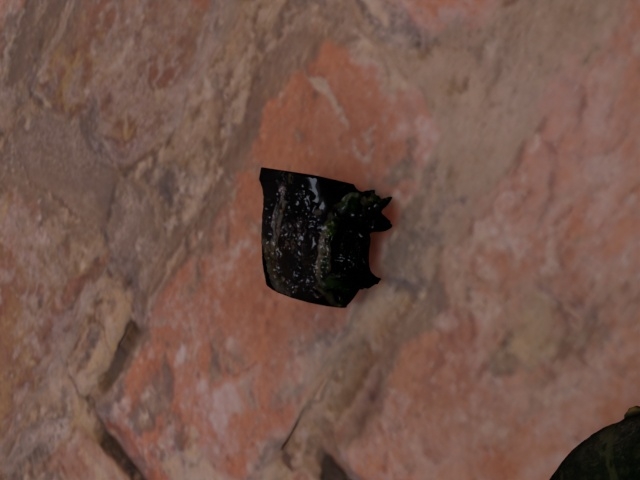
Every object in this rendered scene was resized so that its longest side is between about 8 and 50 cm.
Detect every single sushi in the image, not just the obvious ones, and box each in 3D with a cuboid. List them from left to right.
[{"bbox_3d":[0.000,0.000,0.690,0.084,0.056,0.083,16,97,39],"label":"sushi"}]

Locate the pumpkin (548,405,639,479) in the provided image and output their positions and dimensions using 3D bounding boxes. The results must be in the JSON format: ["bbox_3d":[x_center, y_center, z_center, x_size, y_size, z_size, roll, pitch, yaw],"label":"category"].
[{"bbox_3d":[0.183,0.174,0.476,0.190,0.146,0.190,11,113,26],"label":"pumpkin"}]
